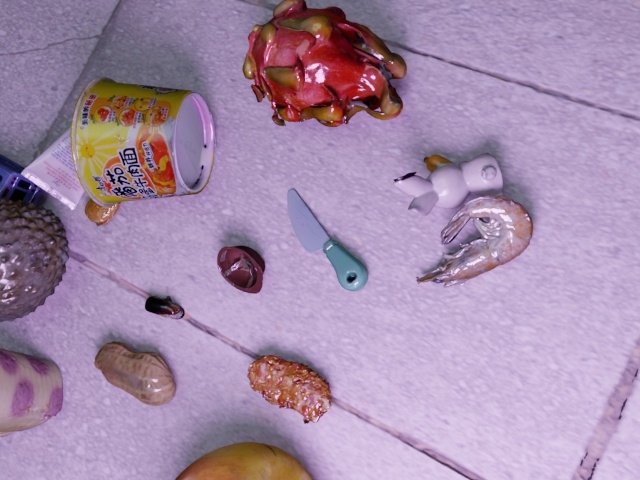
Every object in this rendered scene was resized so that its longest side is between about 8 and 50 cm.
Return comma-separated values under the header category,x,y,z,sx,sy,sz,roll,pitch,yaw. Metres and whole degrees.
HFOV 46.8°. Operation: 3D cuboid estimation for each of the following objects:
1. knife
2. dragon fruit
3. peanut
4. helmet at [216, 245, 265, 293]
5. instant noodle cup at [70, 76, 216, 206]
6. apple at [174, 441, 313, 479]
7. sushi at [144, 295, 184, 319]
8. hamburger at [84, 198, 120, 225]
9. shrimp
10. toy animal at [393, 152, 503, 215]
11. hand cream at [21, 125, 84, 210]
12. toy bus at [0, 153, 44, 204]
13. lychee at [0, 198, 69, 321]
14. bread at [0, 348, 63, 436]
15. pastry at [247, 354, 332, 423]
category,x,y,z,sx,sy,sz,roll,pitch,yaw
knife,-0.001,0.001,1.395,0.063,0.035,0.260,-47,58,10
dragon fruit,0.010,-0.323,1.393,0.307,0.243,0.227,40,65,-11
peanut,-0.358,0.251,1.426,0.194,0.083,0.093,26,99,24
helmet,-0.139,0.048,1.416,0.111,0.057,0.089,30,123,20
instant noodle cup,-0.339,-0.194,1.466,0.200,0.264,0.264,3,76,15
apple,-0.127,0.462,1.171,0.233,0.286,0.286,-46,63,23
sushi,-0.311,0.129,1.464,0.083,0.046,0.044,12,79,24
hamburger,-0.467,-0.074,1.585,0.076,0.044,0.083,32,85,25
shrimp,0.252,0.004,1.263,0.223,0.047,0.126,-30,96,16
toy animal,0.218,-0.107,1.290,0.182,0.127,0.131,-16,76,4
hand cream,-0.517,-0.197,1.616,0.248,0.133,0.083,-49,21,-2
toy bus,-0.768,-0.149,1.673,0.292,0.133,0.125,27,86,25
lychee,-0.656,0.036,1.518,0.255,0.255,0.274,27,52,25
bread,-0.661,0.281,1.396,0.187,0.338,0.155,-20,70,12
pastry,-0.048,0.259,1.320,0.170,0.063,0.087,26,94,20
